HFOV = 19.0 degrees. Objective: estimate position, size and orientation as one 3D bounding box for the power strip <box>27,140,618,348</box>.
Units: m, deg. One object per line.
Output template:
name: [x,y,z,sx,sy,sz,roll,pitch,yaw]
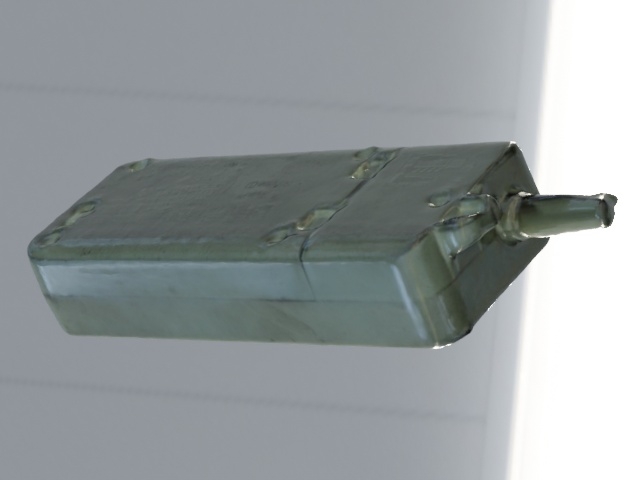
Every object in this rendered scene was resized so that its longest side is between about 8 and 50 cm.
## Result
power strip: [0.000,0.000,0.819,0.288,0.053,0.093,0,-149,41]
